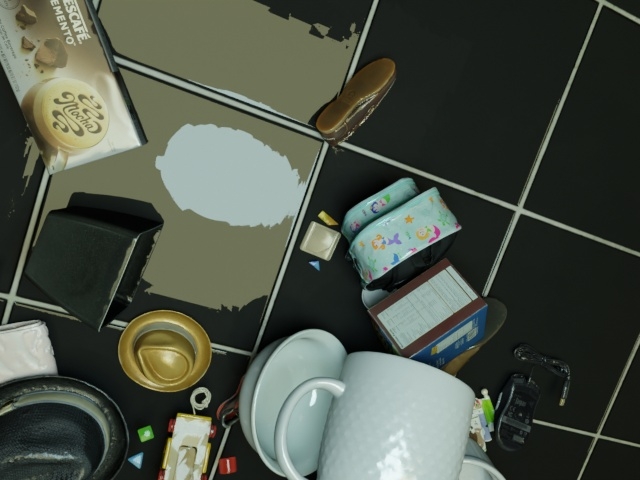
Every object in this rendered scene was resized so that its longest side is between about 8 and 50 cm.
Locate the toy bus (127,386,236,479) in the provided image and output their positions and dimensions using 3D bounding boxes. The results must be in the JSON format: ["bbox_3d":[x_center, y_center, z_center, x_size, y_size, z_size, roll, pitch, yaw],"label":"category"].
[{"bbox_3d":[-0.289,0.447,1.179,0.202,0.104,0.191,-33,88,-25],"label":"toy bus"}]

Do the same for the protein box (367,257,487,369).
[{"bbox_3d":[0.232,0.182,1.187,0.201,0.136,0.200,-33,149,-5],"label":"protein box"}]

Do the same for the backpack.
[{"bbox_3d":[0.158,-0.010,1.115,0.225,0.253,0.191,-29,84,-6],"label":"backpack"}]

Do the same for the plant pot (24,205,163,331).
[{"bbox_3d":[-0.421,0.029,1.023,0.166,0.188,0.188,24,96,-5],"label":"plant pot"}]

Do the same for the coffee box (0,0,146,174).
[{"bbox_3d":[-0.442,-0.286,0.970,0.168,0.119,0.297,-19,106,-8],"label":"coffee box"}]

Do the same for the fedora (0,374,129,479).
[{"bbox_3d":[-0.537,0.420,1.030,0.333,0.152,0.334,-3,104,-13],"label":"fedora"}]

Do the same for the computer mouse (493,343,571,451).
[{"bbox_3d":[0.529,0.405,1.396,0.184,0.060,0.262,19,81,-13],"label":"computer mouse"}]

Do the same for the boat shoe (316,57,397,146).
[{"bbox_3d":[0.078,-0.282,1.135,0.207,0.073,0.073,-43,146,1],"label":"boat shoe"}]

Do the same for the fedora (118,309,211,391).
[{"bbox_3d":[-0.320,0.240,1.139,0.194,0.079,0.195,-3,102,-13],"label":"fedora"}]

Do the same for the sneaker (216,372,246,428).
[{"bbox_3d":[-0.163,0.350,1.210,0.061,0.065,0.158,38,91,-19],"label":"sneaker"}]

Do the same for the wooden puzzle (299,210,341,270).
[{"bbox_3d":[0.000,0.000,1.202,0.078,0.014,0.116,30,93,-14],"label":"wooden puzzle"}]

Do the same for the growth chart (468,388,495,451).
[{"bbox_3d":[0.354,0.500,1.399,0.237,0.021,0.172,-33,109,-5],"label":"growth chart"}]

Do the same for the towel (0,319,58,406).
[{"bbox_3d":[-0.672,0.338,1.085,0.316,0.053,0.332,-8,105,-12],"label":"towel"}]

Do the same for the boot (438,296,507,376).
[{"bbox_3d":[0.318,0.255,1.312,0.305,0.112,0.115,-39,138,-8],"label":"boot"}]

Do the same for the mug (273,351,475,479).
[{"bbox_3d":[0.089,0.403,1.066,0.374,0.276,0.328,25,64,-11],"label":"mug"}]

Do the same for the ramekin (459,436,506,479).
[{"bbox_3d":[0.300,0.596,1.324,0.277,0.135,0.277,-1,109,-3],"label":"ramekin"}]

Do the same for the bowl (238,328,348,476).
[{"bbox_3d":[-0.070,0.327,1.164,0.297,0.134,0.298,0,91,-48],"label":"bowl"}]

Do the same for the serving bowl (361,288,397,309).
[{"bbox_3d":[0.130,0.119,1.253,0.083,0.027,0.083,-3,103,-14],"label":"serving bowl"}]
